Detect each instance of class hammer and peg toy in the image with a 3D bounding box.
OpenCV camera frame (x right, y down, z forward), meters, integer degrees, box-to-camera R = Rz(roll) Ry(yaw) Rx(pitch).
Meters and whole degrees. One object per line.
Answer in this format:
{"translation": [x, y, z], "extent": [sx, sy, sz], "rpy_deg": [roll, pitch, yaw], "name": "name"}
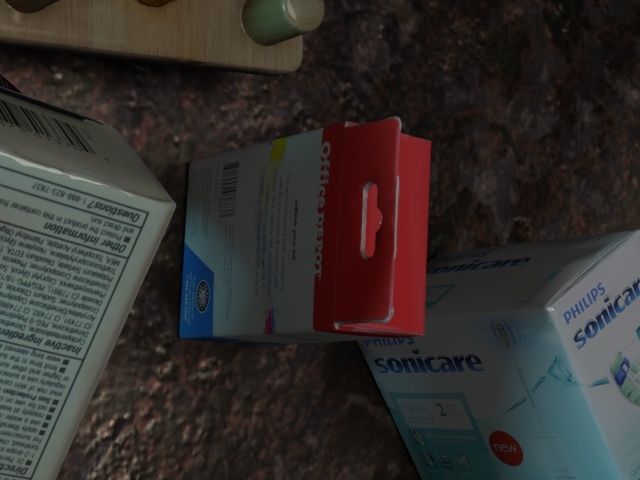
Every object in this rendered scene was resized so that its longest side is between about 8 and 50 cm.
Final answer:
{"translation": [-0.130, -0.299, 0.937], "extent": [0.266, 0.127, 0.361], "rpy_deg": [1, 85, -37], "name": "hammer and peg toy"}

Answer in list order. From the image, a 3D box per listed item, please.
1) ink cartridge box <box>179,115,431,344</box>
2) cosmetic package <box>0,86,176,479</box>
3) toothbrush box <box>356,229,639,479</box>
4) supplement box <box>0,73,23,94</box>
{"translation": [0.000, 0.000, 0.940], "extent": [0.078, 0.231, 0.134], "rpy_deg": [9, 80, -38], "name": "ink cartridge box"}
{"translation": [-0.213, 0.068, 0.738], "extent": [0.153, 0.129, 0.296], "rpy_deg": [19, 104, -30], "name": "cosmetic package"}
{"translation": [0.185, 0.154, 1.082], "extent": [0.126, 0.216, 0.295], "rpy_deg": [-34, 107, -36], "name": "toothbrush box"}
{"translation": [-0.255, -0.103, 0.805], "extent": [0.073, 0.130, 0.239], "rpy_deg": [-43, 116, 4], "name": "supplement box"}
